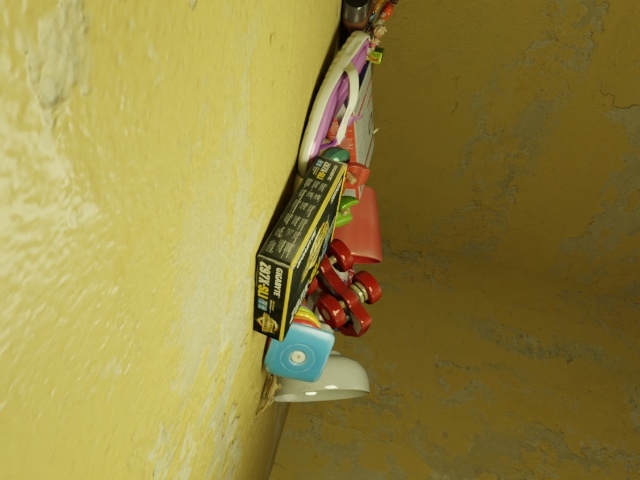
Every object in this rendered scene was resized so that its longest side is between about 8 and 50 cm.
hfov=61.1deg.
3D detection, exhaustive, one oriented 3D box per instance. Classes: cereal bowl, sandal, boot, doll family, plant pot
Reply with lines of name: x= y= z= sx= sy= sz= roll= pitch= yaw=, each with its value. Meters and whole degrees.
cereal bowl: x=-0.004 y=0.451 z=1.811 sx=0.339 sy=0.338 sz=0.141 roll=94 pitch=-6 yaw=-69
sandal: x=0.055 y=-0.322 z=1.256 sx=0.169 sy=0.102 sz=0.417 roll=92 pitch=19 yaw=-68
boot: x=0.119 y=-0.606 z=1.425 sx=0.280 sy=0.096 sz=0.264 roll=94 pitch=10 yaw=-73
doll family: x=0.148 y=-0.669 z=1.623 sx=0.163 sy=0.118 sz=0.263 roll=-51 pitch=-166 yaw=57
plant pot: x=0.082 y=-0.056 z=1.837 sx=0.275 sy=0.274 sz=0.244 roll=76 pitch=18 yaw=-82

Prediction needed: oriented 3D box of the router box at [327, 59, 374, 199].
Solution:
router box: x=0.099 y=-0.343 z=1.657 sx=0.336 sy=0.082 sz=0.301 roll=-72 pitch=160 yaw=-49

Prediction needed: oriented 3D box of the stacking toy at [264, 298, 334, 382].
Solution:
stacking toy: x=-0.064 y=0.241 z=1.548 sx=0.302 sy=0.165 sz=0.175 roll=-94 pitch=-158 yaw=-64

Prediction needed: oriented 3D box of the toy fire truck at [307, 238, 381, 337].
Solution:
toy fire truck: x=0.035 y=0.160 z=1.614 sx=0.169 sy=0.302 sz=0.254 roll=-32 pitch=160 yaw=-22

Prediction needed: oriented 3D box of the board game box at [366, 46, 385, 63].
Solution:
board game box: x=0.199 y=-0.733 z=2.130 sx=0.181 sy=0.092 sz=0.043 roll=-68 pitch=170 yaw=-64

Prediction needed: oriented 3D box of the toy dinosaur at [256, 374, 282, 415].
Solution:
toy dinosaur: x=-0.144 y=0.437 z=1.627 sx=0.092 sy=0.053 sz=0.183 roll=63 pitch=41 yaw=-82

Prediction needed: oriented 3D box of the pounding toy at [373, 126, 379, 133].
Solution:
pounding toy: x=0.145 y=-0.416 z=2.009 sx=0.154 sy=0.154 sz=0.270 roll=59 pitch=45 yaw=-78

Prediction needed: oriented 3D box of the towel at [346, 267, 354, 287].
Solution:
towel: x=0.048 y=0.128 z=2.020 sx=0.198 sy=0.031 sz=0.275 roll=-32 pitch=-118 yaw=43

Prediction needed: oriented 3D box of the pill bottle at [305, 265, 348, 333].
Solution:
pill bottle: x=-0.015 y=0.232 z=1.889 sx=0.169 sy=0.169 sz=0.302 roll=79 pitch=25 yaw=-81

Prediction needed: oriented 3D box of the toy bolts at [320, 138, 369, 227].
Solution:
toy bolts: x=0.002 y=-0.151 z=1.442 sx=0.218 sy=0.158 sz=0.229 roll=-21 pitch=150 yaw=-34

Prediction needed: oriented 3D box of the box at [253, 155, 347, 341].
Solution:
box: x=-0.043 y=0.016 z=1.160 sx=0.257 sy=0.079 sz=0.322 roll=103 pitch=10 yaw=-48
